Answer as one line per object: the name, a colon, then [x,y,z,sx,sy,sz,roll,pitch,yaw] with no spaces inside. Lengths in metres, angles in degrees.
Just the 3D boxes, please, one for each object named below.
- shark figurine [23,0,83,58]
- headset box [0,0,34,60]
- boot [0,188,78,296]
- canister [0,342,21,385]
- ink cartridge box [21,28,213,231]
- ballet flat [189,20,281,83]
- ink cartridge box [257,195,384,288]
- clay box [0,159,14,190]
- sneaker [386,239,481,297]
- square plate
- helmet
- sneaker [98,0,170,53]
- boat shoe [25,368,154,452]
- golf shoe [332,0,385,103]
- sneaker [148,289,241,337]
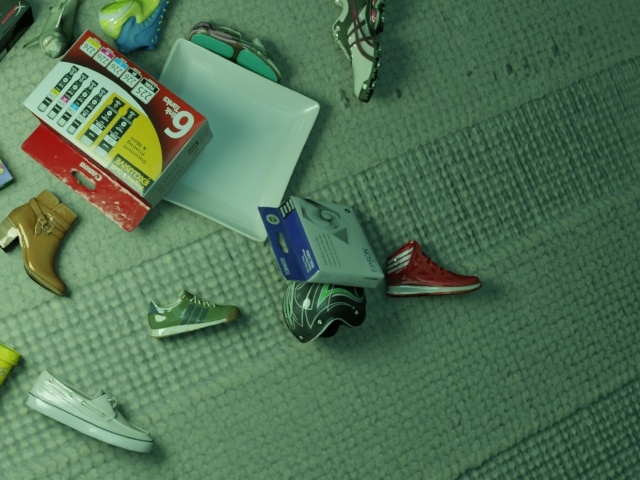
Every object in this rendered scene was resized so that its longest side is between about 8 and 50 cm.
shark figurine: [-0.514,-0.457,1.875,0.116,0.166,0.278,39,55,-33]
headset box: [-0.764,-0.468,1.786,0.293,0.110,0.218,38,76,-8]
boot: [-0.546,0.004,1.806,0.197,0.073,0.152,48,70,-8]
canister: [-0.682,0.268,1.735,0.126,0.073,0.170,31,78,-9]
ink cartridge box: [-0.423,-0.215,1.796,0.309,0.130,0.272,37,82,5]
ballet flat: [-0.179,-0.423,1.961,0.222,0.077,0.079,24,54,-10]
ink cartridge box: [0.000,0.000,1.870,0.224,0.045,0.223,6,43,-31]
clay box: [-0.731,-0.180,1.788,0.127,0.053,0.222,-35,93,-17]
sneaker: [0.254,0.060,2.001,0.221,0.087,0.128,-2,85,-16]
square plate: [-0.218,-0.213,1.929,0.347,0.049,0.344,24,78,-11]
helmet: [-0.001,0.135,1.885,0.162,0.169,0.169,7,81,-31]
sneaker: [-0.376,-0.487,1.916,0.240,0.091,0.126,-47,140,-34]
boat shoe: [-0.448,0.339,1.781,0.268,0.096,0.088,25,82,-2]
golf shoe: [0.083,-0.441,2.024,0.120,0.105,0.272,3,76,2]
sneaker: [-0.267,0.142,1.863,0.192,0.064,0.086,-12,91,-13]
